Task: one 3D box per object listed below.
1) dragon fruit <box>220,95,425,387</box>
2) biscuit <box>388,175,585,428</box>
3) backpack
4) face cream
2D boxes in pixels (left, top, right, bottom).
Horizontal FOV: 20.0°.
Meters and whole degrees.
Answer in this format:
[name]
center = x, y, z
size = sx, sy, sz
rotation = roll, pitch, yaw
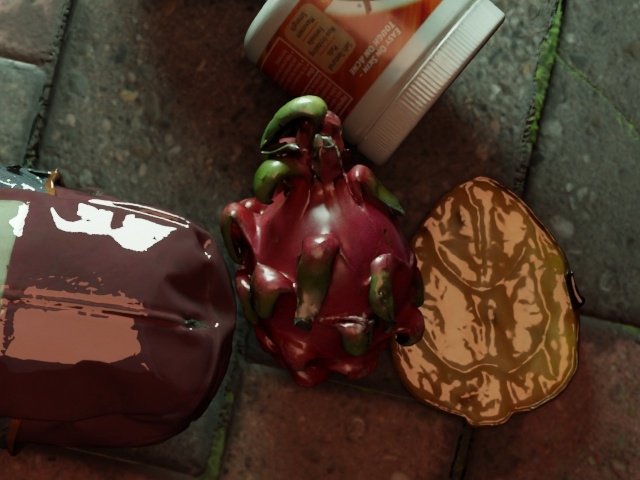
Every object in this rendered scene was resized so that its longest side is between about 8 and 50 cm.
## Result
[dragon fruit]
center = -0.005, 0.006, 1.768
size = 0.218, 0.198, 0.273
rotation = -20, 90, -44
[biscuit]
center = 0.169, 0.063, 1.866
size = 0.203, 0.041, 0.260
rotation = -2, 82, 2
[backpack]
center = -0.239, 0.072, 1.750
size = 0.317, 0.197, 0.283
rotation = 6, 82, 1
[face cream]
center = 0.051, -0.206, 1.802
size = 0.187, 0.201, 0.201
rotation = 40, 83, 0
